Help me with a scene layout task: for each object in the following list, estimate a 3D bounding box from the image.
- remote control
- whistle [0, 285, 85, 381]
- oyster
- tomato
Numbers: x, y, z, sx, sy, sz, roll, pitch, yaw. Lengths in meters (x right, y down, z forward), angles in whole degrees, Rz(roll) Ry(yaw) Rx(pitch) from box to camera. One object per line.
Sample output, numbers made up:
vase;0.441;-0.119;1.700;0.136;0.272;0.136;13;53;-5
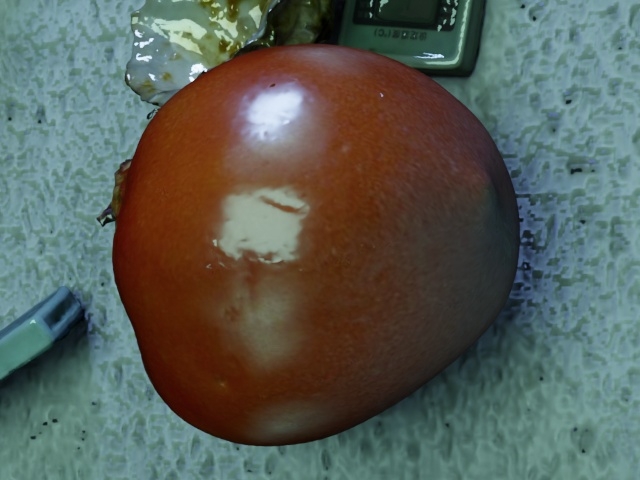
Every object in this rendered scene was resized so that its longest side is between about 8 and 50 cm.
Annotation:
remote control;0.091;-0.281;1.550;0.123;0.038;0.285;10;87;25
whistle;-0.371;0.091;1.650;0.290;0.163;0.163;-34;72;16
oyster;-0.047;-0.245;1.547;0.337;0.133;0.198;-54;54;18
tomato;0.000;0.000;1.407;0.321;0.321;0.321;-3;82;24
